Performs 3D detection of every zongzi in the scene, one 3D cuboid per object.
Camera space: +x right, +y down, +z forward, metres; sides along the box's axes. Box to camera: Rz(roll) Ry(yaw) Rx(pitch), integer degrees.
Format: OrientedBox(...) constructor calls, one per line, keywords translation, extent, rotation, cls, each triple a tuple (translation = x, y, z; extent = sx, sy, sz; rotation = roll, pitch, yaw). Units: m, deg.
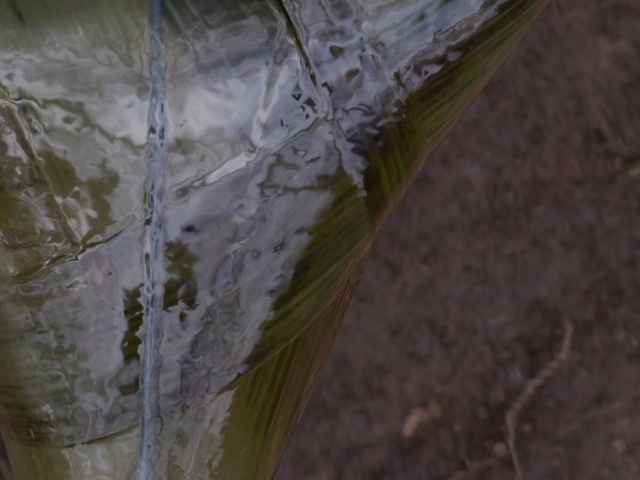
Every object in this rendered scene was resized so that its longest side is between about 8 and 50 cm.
OrientedBox(translation=(0.000, 0.000, 0.594), extent=(0.242, 0.112, 0.221), rotation=(-9, 114, 7), cls="zongzi")
